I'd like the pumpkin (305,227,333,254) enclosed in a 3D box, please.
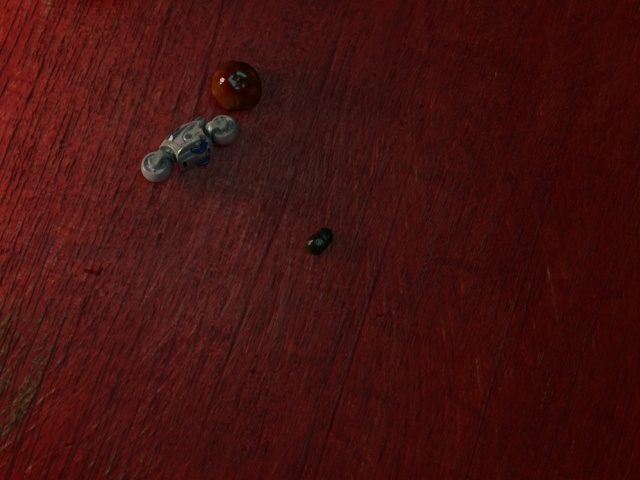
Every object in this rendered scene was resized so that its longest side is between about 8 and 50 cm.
[{"bbox_3d":[0.001,0.001,1.665,0.050,0.028,0.083,44,75,-9],"label":"pumpkin"}]

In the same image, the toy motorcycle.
[{"bbox_3d":[-0.316,-0.228,1.556,0.254,0.112,0.112,-31,97,-14],"label":"toy motorcycle"}]

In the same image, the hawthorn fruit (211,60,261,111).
[{"bbox_3d":[-0.198,-0.378,1.569,0.125,0.140,0.125,11,54,-15],"label":"hawthorn fruit"}]
